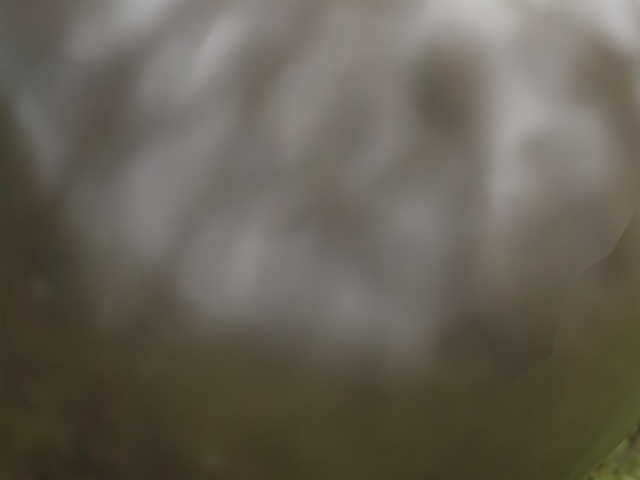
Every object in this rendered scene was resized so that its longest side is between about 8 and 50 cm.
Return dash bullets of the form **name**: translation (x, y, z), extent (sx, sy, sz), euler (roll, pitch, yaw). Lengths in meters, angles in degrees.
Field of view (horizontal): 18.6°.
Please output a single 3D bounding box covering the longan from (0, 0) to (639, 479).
- **longan**: translation (0.000, 0.000, 0.617), extent (0.300, 0.300, 0.243), euler (14, 37, -20)
